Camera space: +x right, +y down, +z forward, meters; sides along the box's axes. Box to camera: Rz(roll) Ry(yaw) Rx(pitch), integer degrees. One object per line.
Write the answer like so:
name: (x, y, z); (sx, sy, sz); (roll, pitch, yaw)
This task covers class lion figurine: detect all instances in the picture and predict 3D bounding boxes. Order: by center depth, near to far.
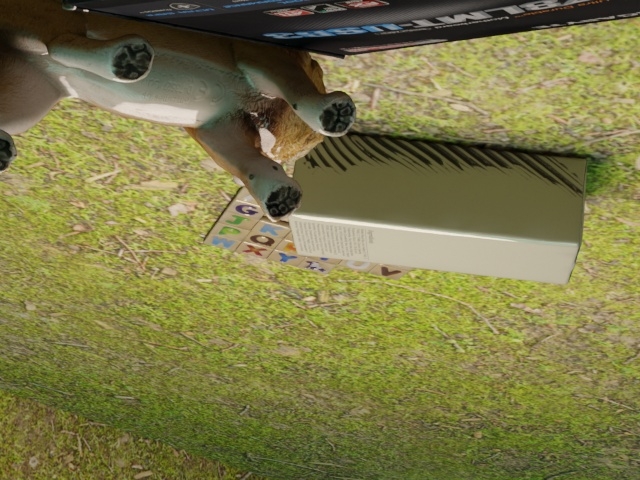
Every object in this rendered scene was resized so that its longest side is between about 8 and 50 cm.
lion figurine: (-0.133, -0.121, 0.948); (0.392, 0.142, 0.240); (18, -162, -38)

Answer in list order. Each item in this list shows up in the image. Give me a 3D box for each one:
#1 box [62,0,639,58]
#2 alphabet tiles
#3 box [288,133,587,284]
box: (0.049, -0.170, 0.793); (0.295, 0.073, 0.293); (-1, 180, 35)
alphabet tiles: (0.000, 0.000, 1.496); (0.237, 0.009, 0.198); (15, 158, -13)
box: (0.111, -0.031, 1.254); (0.275, 0.094, 0.113); (6, 159, 6)
